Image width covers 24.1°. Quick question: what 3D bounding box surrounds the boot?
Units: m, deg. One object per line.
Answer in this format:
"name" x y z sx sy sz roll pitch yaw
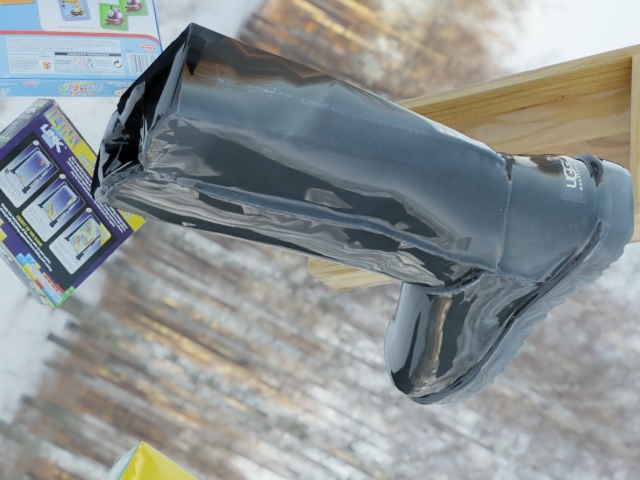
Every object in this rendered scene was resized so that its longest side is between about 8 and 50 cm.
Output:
"boot" 0.001 -0.002 1.364 0.367 0.445 0.146 -52 -144 42

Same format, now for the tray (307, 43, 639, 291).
"tray" 0.182 -0.073 1.684 0.410 0.076 0.203 -11 -119 34

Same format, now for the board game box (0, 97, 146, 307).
"board game box" -0.285 -0.039 1.563 0.141 0.170 0.048 -46 -152 -23

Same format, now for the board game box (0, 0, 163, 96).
"board game box" -0.233 -0.232 1.365 0.039 0.160 0.212 138 -55 -58

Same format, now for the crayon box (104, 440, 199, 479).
"crayon box" -0.208 0.500 1.942 0.106 0.313 0.363 -33 -156 55
